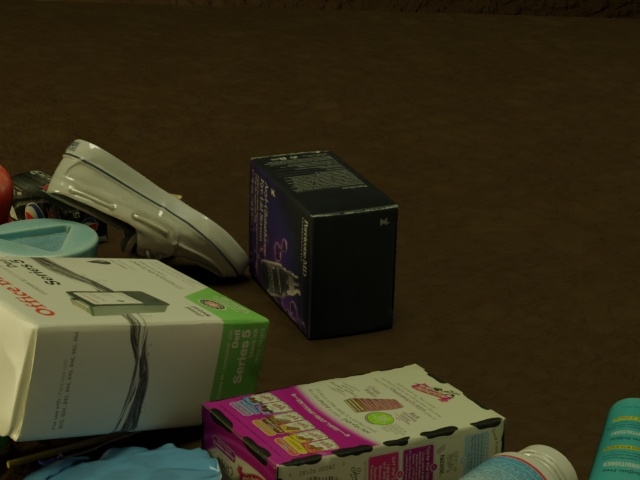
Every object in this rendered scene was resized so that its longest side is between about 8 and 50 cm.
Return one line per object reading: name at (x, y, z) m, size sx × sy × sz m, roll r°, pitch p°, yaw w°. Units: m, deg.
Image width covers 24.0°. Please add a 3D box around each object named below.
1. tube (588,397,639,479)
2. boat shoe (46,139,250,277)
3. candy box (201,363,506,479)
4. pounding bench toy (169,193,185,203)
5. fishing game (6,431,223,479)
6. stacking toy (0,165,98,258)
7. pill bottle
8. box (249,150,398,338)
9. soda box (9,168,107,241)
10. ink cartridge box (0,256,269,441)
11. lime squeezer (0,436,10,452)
tube at (0.275, 0.219, 1.363) m, size 0.080 × 0.052 × 0.207 m, roll -2°, pitch 26°, yaw 18°
boat shoe at (-0.207, -0.016, 1.790) m, size 0.258 × 0.084 × 0.095 m, roll 33°, pitch -16°, yaw -11°
candy box at (0.028, 0.185, 1.366) m, size 0.233 × 0.071 × 0.159 m, roll -8°, pitch 18°, yaw -26°
pounding bench toy at (-0.199, -0.009, 1.896) m, size 0.052 × 0.083 × 0.065 m, roll 8°, pitch 54°, yaw 17°
fishing game at (-0.177, 0.224, 1.313) m, size 0.189 × 0.041 × 0.264 m, roll -15°, pitch 16°, yaw -32°
stacking toy at (-0.417, 0.008, 1.722) m, size 0.279 × 0.130 × 0.309 m, roll -15°, pitch 27°, yaw -38°
pill bottle at (0.149, 0.230, 1.259) m, size 0.087 × 0.087 × 0.160 m, roll 18°, pitch 27°, yaw 35°
box at (0.000, 0.000, 1.743) m, size 0.108 × 0.153 × 0.207 m, roll -7°, pitch 22°, yaw -21°
soda box at (-0.346, -0.042, 1.957) m, size 0.060 × 0.053 × 0.169 m, roll -17°, pitch 27°, yaw -37°
ink cartridge box at (-0.220, 0.097, 1.451) m, size 0.272 × 0.115 × 0.198 m, roll 2°, pitch 16°, yaw -44°
lime squeezer at (-0.291, 0.179, 1.365) m, size 0.109 × 0.059 × 0.310 m, roll -15°, pitch 11°, yaw 6°
